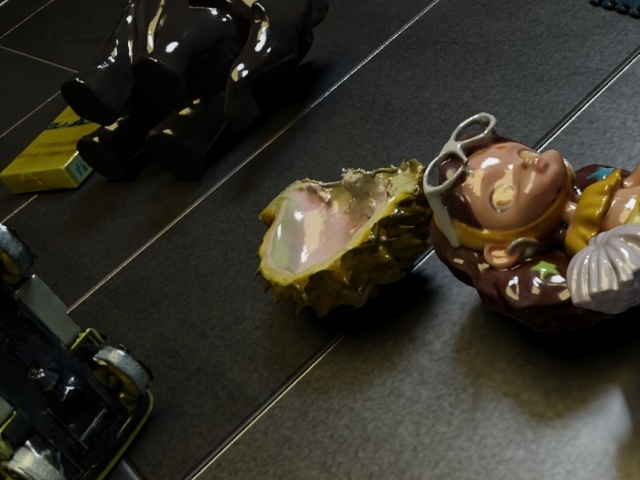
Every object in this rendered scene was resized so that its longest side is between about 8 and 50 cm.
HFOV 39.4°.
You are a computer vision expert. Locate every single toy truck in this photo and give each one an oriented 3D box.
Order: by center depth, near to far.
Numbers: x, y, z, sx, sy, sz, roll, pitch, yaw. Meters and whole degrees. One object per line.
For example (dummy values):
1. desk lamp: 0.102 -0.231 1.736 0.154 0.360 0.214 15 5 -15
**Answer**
1. toy truck: -0.265 0.072 0.662 0.157 0.272 0.124 -5 40 48

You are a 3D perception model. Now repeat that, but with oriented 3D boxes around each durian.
1. durian: 0.011 0.002 0.705 0.140 0.078 0.224 -53 25 -10

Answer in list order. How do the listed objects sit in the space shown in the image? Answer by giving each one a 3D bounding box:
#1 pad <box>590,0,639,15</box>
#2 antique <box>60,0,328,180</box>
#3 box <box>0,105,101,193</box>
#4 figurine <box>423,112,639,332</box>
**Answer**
1. pad: 0.319 -0.302 0.713 0.012 0.269 0.270 -1 23 -20
2. antique: -0.143 -0.213 1.025 0.322 0.185 0.255 0 45 46
3. box: -0.310 -0.172 1.246 0.153 0.041 0.279 -2 42 41
4. figurine: 0.176 -0.007 0.530 0.240 0.116 0.175 9 52 39
